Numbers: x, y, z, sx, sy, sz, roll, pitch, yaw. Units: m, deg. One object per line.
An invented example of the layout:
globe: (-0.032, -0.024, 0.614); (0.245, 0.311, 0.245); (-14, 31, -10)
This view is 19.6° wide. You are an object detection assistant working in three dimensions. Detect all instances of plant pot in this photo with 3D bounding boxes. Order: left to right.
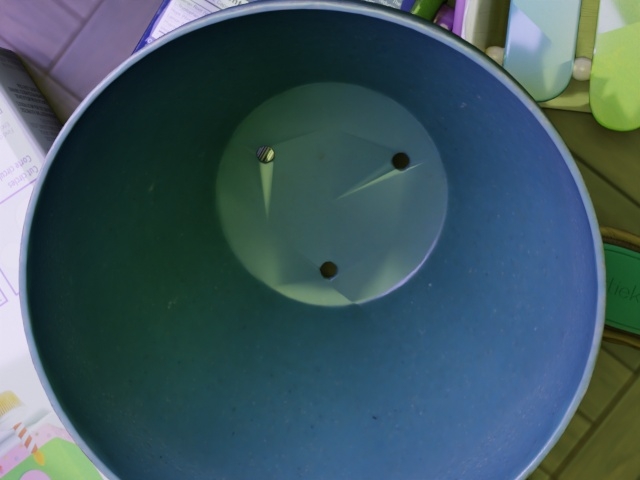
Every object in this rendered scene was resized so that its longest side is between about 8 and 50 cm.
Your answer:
plant pot: (0.000, 0.000, 1.003); (0.290, 0.195, 0.290); (1, 106, 3)

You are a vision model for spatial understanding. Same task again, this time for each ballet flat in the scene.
ballet flat: (0.225, 0.044, 1.065); (0.232, 0.073, 0.080); (25, 92, -15)

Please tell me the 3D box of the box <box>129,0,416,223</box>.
box: (-0.019, -0.140, 1.118); (0.136, 0.036, 0.225); (32, 96, 6)

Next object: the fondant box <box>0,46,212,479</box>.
fondant box: (-0.208, 0.080, 1.114); (0.238, 0.096, 0.330); (-33, 85, 6)

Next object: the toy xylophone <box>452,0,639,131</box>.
toy xylophone: (0.235, -0.095, 1.063); (0.322, 0.081, 0.236); (-1, 90, 8)

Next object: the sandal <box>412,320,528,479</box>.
sandal: (0.096, 0.132, 1.102); (0.072, 0.049, 0.180); (-10, 103, 13)

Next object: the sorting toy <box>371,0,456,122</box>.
sorting toy: (0.064, -0.105, 1.096); (0.042, 0.061, 0.102); (30, 117, 6)
